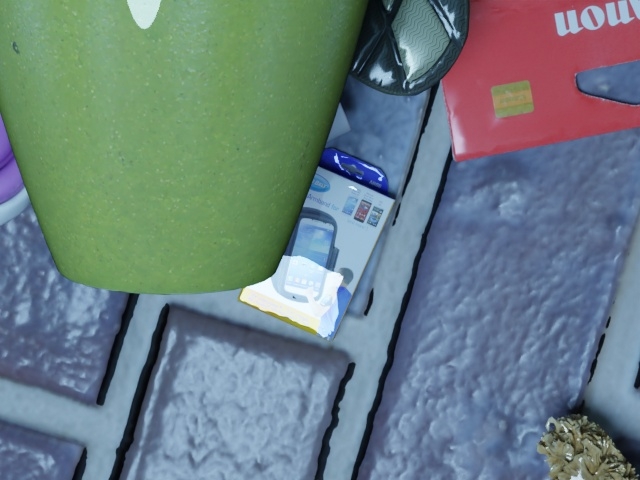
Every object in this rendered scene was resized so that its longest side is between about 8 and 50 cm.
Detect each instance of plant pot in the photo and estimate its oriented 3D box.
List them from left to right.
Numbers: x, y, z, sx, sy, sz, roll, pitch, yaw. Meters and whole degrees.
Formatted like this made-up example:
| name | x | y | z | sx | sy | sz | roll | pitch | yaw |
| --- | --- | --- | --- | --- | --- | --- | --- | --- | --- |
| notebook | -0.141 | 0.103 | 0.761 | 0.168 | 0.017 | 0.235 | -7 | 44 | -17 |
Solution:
| name | x | y | z | sx | sy | sz | roll | pitch | yaw |
| --- | --- | --- | --- | --- | --- | --- | --- | --- | --- |
| plant pot | -0.088 | -0.125 | 0.722 | 0.274 | 0.275 | 0.294 | 2 | 101 | 3 |

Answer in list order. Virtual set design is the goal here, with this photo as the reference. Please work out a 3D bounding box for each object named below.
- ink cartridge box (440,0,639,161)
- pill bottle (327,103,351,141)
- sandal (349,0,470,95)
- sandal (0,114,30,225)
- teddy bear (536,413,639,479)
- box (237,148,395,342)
| name | x | y | z | sx | sy | sz | roll | pitch | yaw |
| --- | --- | --- | --- | --- | --- | --- | --- | --- | --- |
| ink cartridge box | 0.218 | -0.212 | 0.887 | 0.296 | 0.066 | 0.261 | -11 | 91 | 4 |
| pill bottle | -0.079 | -0.082 | 0.886 | 0.186 | 0.112 | 0.112 | -24 | 91 | 4 |
| sandal | 0.004 | -0.227 | 0.877 | 0.120 | 0.086 | 0.303 | -43 | 68 | 10 |
| sandal | -0.201 | -0.209 | 0.834 | 0.169 | 0.102 | 0.416 | 10 | 72 | -22 |
| teddy bear | 0.198 | 0.258 | 0.901 | 0.338 | 0.113 | 0.245 | -34 | 83 | 12 |
| box | 0.000 | 0.000 | 0.928 | 0.081 | 0.028 | 0.136 | 24 | 95 | 2 |
